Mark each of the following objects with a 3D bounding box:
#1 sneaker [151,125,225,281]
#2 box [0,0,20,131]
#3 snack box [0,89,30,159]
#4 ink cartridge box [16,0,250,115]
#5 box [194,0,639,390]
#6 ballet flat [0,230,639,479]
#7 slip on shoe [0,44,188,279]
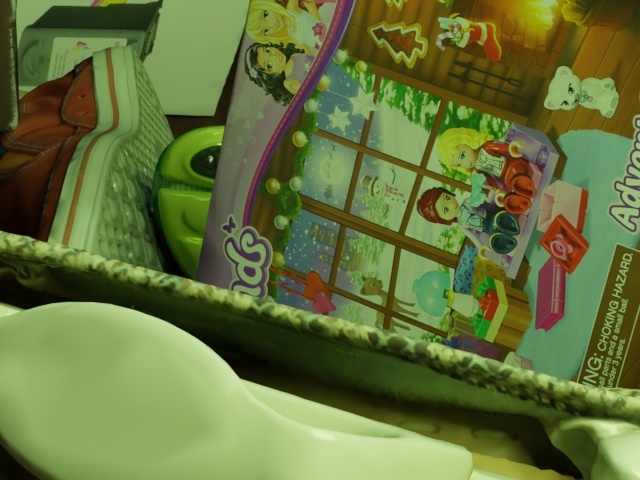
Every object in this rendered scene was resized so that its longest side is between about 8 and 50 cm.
[{"bbox_3d":[0.000,0.000,0.968,0.123,0.109,0.295,19,2,38],"label":"sneaker"},{"bbox_3d":[-0.357,-0.149,0.897,0.381,0.191,0.143,-5,23,-18],"label":"box"},{"bbox_3d":[-0.198,-0.070,1.143,0.141,0.037,0.100,11,19,-8],"label":"snack box"},{"bbox_3d":[-0.239,-0.203,1.316,0.306,0.131,0.226,-3,35,-40],"label":"ink cartridge box"},{"bbox_3d":[0.052,0.000,0.699,0.201,0.293,0.057,22,23,25],"label":"box"},{"bbox_3d":[0.028,0.098,0.575,0.482,0.164,0.182,16,-17,13],"label":"ballet flat"},{"bbox_3d":[-0.130,-0.011,0.936,0.101,0.123,0.331,-21,27,3],"label":"slip on shoe"}]
